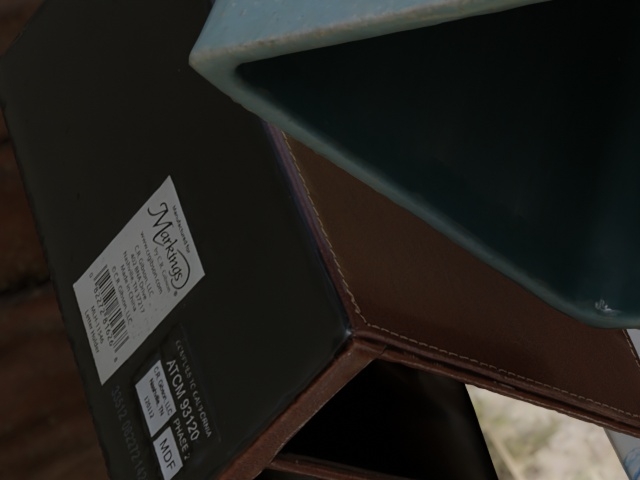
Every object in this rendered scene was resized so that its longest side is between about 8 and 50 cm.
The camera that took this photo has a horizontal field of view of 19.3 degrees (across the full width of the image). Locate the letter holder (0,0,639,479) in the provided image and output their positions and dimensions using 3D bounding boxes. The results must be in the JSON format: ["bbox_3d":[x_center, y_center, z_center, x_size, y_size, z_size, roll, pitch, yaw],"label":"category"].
[{"bbox_3d":[0.000,0.000,0.885,0.214,0.302,0.152,18,-54,-40],"label":"letter holder"}]

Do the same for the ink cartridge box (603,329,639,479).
[{"bbox_3d":[0.283,0.102,1.017,0.226,0.306,0.131,-30,-43,11],"label":"ink cartridge box"}]

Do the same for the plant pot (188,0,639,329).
[{"bbox_3d":[0.147,-0.133,0.680,0.247,0.252,0.248,-5,-28,46],"label":"plant pot"}]
